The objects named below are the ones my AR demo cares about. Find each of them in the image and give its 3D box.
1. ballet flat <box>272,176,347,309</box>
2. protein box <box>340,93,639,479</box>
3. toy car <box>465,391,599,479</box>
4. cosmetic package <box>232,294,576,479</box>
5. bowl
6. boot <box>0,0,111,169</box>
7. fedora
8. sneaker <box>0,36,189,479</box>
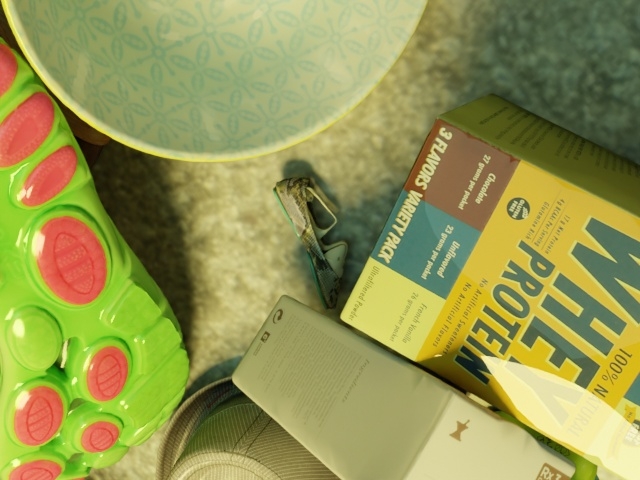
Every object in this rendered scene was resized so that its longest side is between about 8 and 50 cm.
[{"bbox_3d":[0.000,0.000,0.689,0.041,0.041,0.114,-21,96,24],"label":"ballet flat"},{"bbox_3d":[0.154,0.016,0.544,0.201,0.200,0.136,29,111,11],"label":"protein box"},{"bbox_3d":[0.130,0.192,0.643,0.182,0.159,0.136,-25,129,25],"label":"toy car"},{"bbox_3d":[0.042,0.120,0.571,0.117,0.231,0.086,33,85,-27],"label":"cosmetic package"},{"bbox_3d":[-0.079,-0.216,0.581,0.290,0.289,0.156,-64,36,21],"label":"bowl"},{"bbox_3d":[-0.300,-0.131,0.740,0.248,0.090,0.207,37,111,5],"label":"boot"},{"bbox_3d":[-0.058,0.257,0.727,0.243,0.124,0.276,17,109,17],"label":"fedora"},{"bbox_3d":[-0.237,0.019,0.676,0.202,0.185,0.483,45,151,43],"label":"sneaker"}]
